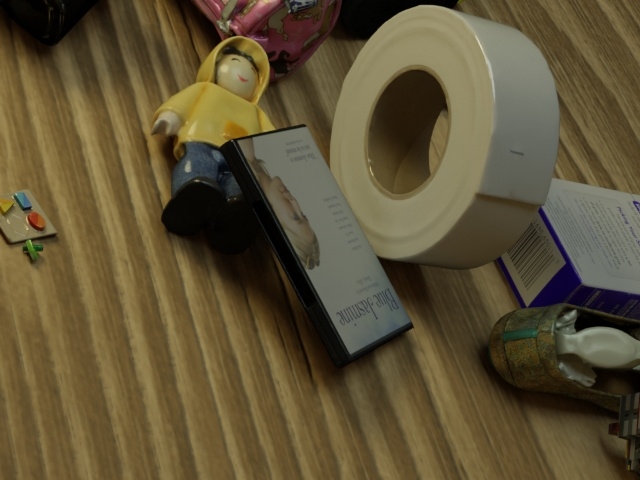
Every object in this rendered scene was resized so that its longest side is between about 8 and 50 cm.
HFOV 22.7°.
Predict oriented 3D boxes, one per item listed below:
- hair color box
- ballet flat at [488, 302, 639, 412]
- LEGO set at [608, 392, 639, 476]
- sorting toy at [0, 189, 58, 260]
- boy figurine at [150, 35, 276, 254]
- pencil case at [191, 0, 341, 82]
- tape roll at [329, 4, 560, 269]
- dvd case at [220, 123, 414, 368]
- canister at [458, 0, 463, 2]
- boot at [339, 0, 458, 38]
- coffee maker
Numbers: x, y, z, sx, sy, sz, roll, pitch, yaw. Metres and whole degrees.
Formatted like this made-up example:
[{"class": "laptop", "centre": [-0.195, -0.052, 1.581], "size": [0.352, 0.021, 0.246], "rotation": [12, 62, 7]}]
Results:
[{"class": "hair color box", "centre": [0.377, 0.036, 1.965], "size": [0.339, 0.110, 0.185], "rotation": [8, 44, -34]}, {"class": "ballet flat", "centre": [0.350, 0.136, 1.809], "size": [0.348, 0.123, 0.123], "rotation": [11, 43, -33]}, {"class": "LEGO set", "centre": [0.452, 0.284, 1.739], "size": [0.331, 0.192, 0.255], "rotation": [10, 73, -29]}, {"class": "sorting toy", "centre": [-0.278, -0.015, 1.515], "size": [0.062, 0.012, 0.083], "rotation": [-11, 57, -48]}, {"class": "boy figurine", "centre": [-0.096, -0.110, 1.722], "size": [0.177, 0.092, 0.285], "rotation": [24, 40, -16]}, {"class": "pencil case", "centre": [-0.142, -0.370, 1.923], "size": [0.386, 0.160, 0.167], "rotation": [51, 0, 18]}, {"class": "tape roll", "centre": [0.132, -0.111, 1.756], "size": [0.100, 0.286, 0.286], "rotation": [9, 44, -36]}, {"class": "dvd case", "centre": [0.000, 0.000, 1.647], "size": [0.253, 0.022, 0.180], "rotation": [62, 25, 3]}, {"class": "canister", "centre": [0.176, -0.435, 2.353], "size": [0.126, 0.073, 0.170], "rotation": [30, 34, -12]}, {"class": "boot", "centre": [0.057, -0.380, 2.164], "size": [0.207, 0.094, 0.246], "rotation": [49, 37, 18]}, {"class": "coffee maker", "centre": [-0.252, -0.303, 1.721], "size": [0.171, 0.120, 0.178], "rotation": [26, 59, 24]}]
